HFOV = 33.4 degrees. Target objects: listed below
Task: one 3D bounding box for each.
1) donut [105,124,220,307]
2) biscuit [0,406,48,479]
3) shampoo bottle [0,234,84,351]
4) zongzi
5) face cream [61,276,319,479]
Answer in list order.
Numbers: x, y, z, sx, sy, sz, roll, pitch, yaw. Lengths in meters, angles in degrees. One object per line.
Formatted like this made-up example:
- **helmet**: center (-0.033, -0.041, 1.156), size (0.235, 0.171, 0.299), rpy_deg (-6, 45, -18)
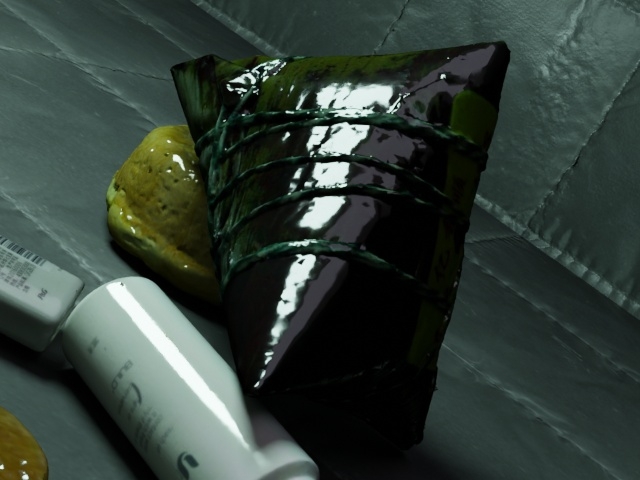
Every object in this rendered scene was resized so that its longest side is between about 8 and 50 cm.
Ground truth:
- **donut**: center (-0.091, -0.016, 1.120), size (0.261, 0.128, 0.208), rpy_deg (22, 19, -28)
- **biscuit**: center (-0.287, 0.114, 0.462), size (0.359, 0.074, 0.381), rpy_deg (21, 22, -27)
- **shampoo bottle**: center (-0.294, 0.004, 0.806), size (0.227, 0.056, 0.086), rpy_deg (30, 18, -9)
- **zongzi**: center (0.000, 0.000, 0.867), size (0.319, 0.383, 0.362), rpy_deg (-7, -6, 17)
- **face cream**: center (-0.067, 0.148, 0.738), size (0.311, 0.092, 0.092), rpy_deg (42, 18, 33)
